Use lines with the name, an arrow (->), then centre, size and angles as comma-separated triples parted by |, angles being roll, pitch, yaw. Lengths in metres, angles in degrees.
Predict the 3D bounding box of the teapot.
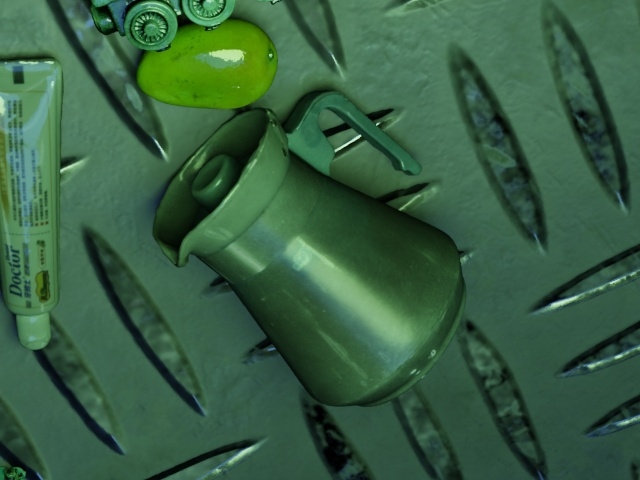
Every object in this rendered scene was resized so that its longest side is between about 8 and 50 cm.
teapot -> 0.000, 0.000, 1.359 | 0.225, 0.171, 0.203 | 40, 75, -24

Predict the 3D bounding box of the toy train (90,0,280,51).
toy train -> -0.094, -0.210, 1.246 | 0.170, 0.071, 0.111 | -21, 115, 2

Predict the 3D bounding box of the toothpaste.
toothpaste -> -0.230, -0.025, 1.349 | 0.067, 0.037, 0.255 | -2, 120, -6

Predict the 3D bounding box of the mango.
mango -> -0.086, -0.133, 1.300 | 0.108, 0.056, 0.073 | -14, 138, -1

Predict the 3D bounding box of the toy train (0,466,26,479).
toy train -> -0.279, 0.237, 1.514 | 0.045, 0.029, 0.092 | 1, 123, -5
